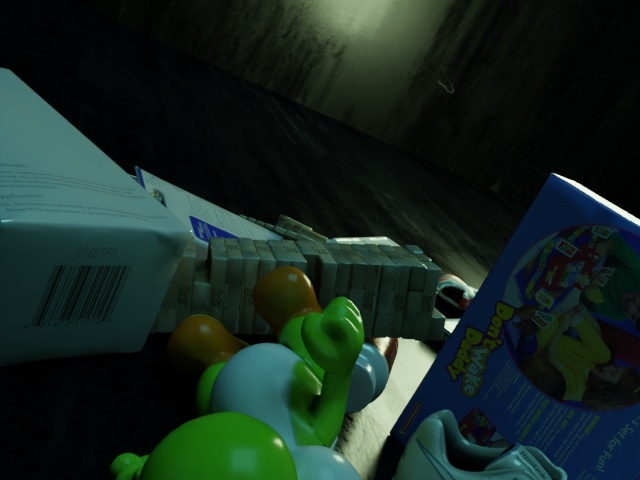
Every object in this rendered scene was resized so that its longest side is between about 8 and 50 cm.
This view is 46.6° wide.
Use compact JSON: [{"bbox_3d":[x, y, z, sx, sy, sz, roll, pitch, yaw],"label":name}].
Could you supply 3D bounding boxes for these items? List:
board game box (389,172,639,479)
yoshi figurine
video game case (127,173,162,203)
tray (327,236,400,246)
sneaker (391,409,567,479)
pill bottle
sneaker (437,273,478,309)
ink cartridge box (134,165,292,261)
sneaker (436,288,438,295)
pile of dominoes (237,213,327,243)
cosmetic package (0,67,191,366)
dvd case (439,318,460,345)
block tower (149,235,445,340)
[{"bbox_3d":[0.255,0.139,0.776,0.233,0.347,0.078,39,19,31],"label":"board game box"},{"bbox_3d":[-0.058,0.143,0.590,0.203,0.203,0.362,7,25,-13],"label":"yoshi figurine"},{"bbox_3d":[-0.304,-0.063,1.062,0.201,0.023,0.183,17,20,-28],"label":"video game case"},{"bbox_3d":[0.105,0.030,1.408,0.145,0.030,0.270,35,18,26],"label":"tray"},{"bbox_3d":[0.184,0.253,0.631,0.297,0.129,0.111,23,17,28],"label":"sneaker"},{"bbox_3d":[0.043,0.144,0.882,0.086,0.086,0.152,29,17,4],"label":"pill bottle"},{"bbox_3d":[0.287,0.119,1.391,0.161,0.057,0.075,27,19,12],"label":"sneaker"},{"bbox_3d":[-0.107,0.023,0.994,0.333,0.065,0.165,27,16,-28],"label":"ink cartridge box"},{"bbox_3d":[0.188,0.086,1.358,0.058,0.052,0.135,41,27,10],"label":"sneaker"},{"bbox_3d":[0.000,0.000,1.159,0.196,0.040,0.251,26,-5,-32],"label":"pile of dominoes"},{"bbox_3d":[-0.342,-0.051,0.748,0.385,0.156,0.217,37,19,31],"label":"cosmetic package"},{"bbox_3d":[0.305,0.192,1.244,0.239,0.029,0.179,6,28,-50],"label":"dvd case"},{"bbox_3d":[-0.027,0.052,0.845,0.336,0.097,0.091,4,15,-12],"label":"block tower"}]
